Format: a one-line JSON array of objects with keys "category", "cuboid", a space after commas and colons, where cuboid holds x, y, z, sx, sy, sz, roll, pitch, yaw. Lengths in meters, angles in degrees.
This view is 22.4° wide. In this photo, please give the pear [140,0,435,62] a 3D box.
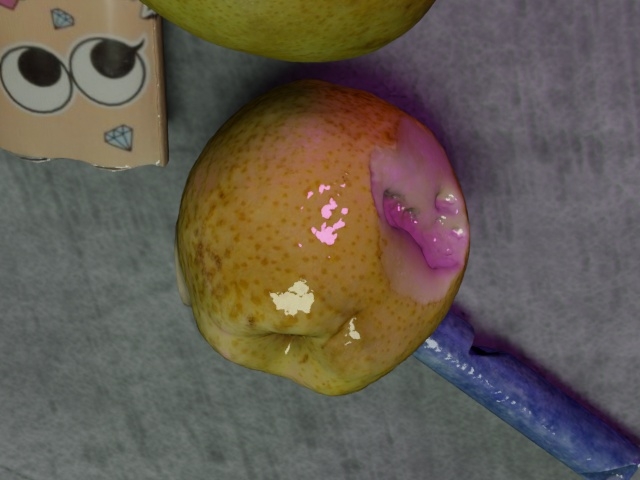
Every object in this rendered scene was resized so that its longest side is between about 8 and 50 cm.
[{"category": "pear", "cuboid": [-0.030, -0.265, 1.138, 0.304, 0.304, 0.304, 6, 129, 7]}]

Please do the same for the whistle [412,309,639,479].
[{"category": "whistle", "cuboid": [0.192, 0.151, 1.574, 0.304, 0.062, 0.062, 36, 127, -16]}]

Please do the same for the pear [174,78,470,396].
[{"category": "pear", "cuboid": [0.000, 0.000, 1.373, 0.271, 0.271, 0.271, 6, 129, 7]}]

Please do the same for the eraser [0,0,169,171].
[{"category": "eraser", "cuboid": [-0.214, -0.200, 1.362, 0.171, 0.087, 0.290, 6, 130, 6]}]
